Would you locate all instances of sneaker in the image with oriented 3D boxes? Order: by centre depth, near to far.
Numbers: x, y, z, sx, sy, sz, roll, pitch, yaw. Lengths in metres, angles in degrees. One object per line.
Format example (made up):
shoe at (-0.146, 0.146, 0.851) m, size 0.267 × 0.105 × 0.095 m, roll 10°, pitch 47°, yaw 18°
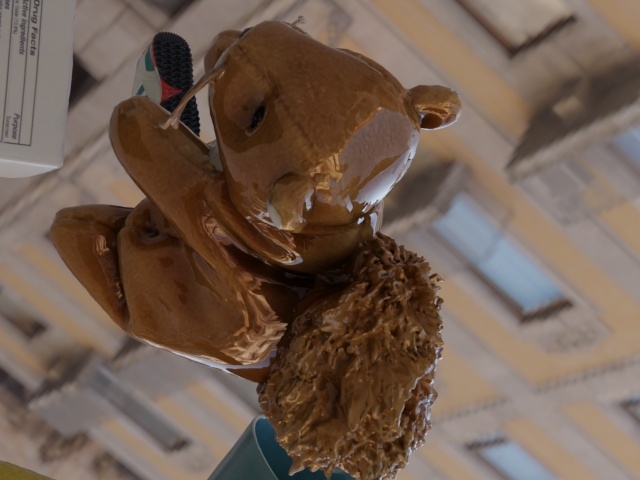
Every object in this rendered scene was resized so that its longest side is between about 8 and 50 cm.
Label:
sneaker at (-0.171, -0.138, 1.672) m, size 0.075 × 0.057 × 0.161 m, roll -30°, pitch -121°, yaw 55°

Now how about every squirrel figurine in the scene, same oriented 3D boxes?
squirrel figurine at (0.000, 0.000, 1.302) m, size 0.281 × 0.397 × 0.370 m, roll -29°, pitch 175°, yaw -29°

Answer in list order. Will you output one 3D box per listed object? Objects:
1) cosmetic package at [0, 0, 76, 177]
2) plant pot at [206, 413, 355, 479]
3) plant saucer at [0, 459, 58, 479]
cosmetic package at (-0.350, -0.139, 1.197) m, size 0.129 × 0.296 × 0.153 m, roll -6°, pitch -102°, yaw 61°
plant pot at (-0.044, 0.373, 1.691) m, size 0.235 × 0.293 × 0.293 m, roll -46°, pitch -165°, yaw 9°
plant saucer at (-0.310, 0.208, 0.798) m, size 0.081 × 0.333 × 0.333 m, roll -85°, pitch -159°, yaw -50°
